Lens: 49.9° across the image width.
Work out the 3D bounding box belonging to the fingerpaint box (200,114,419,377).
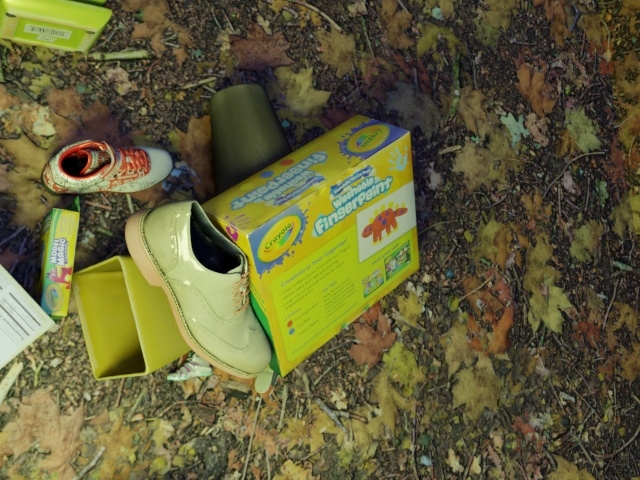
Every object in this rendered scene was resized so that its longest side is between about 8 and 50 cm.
[{"bbox_3d":[0.000,0.000,1.450,0.445,0.163,0.371,-35,133,-30],"label":"fingerpaint box"}]

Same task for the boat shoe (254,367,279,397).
[{"bbox_3d":[-0.103,0.275,1.503,0.043,0.049,0.137,63,43,-57],"label":"boat shoe"}]

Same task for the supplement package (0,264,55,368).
[{"bbox_3d":[-0.606,0.096,1.150,0.145,0.204,0.262,-45,104,-29],"label":"supplement package"}]

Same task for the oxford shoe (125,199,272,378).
[{"bbox_3d":[-0.182,0.099,1.234,0.397,0.147,0.140,56,32,-29],"label":"oxford shoe"}]

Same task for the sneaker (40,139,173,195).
[{"bbox_3d":[-0.398,-0.146,1.349,0.270,0.145,0.090,-12,87,-31],"label":"sneaker"}]

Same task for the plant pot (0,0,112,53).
[{"bbox_3d":[-0.511,-0.489,1.307,0.228,0.227,0.207,4,85,-30],"label":"plant pot"}]

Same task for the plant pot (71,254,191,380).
[{"bbox_3d":[-0.325,0.134,1.316,0.187,0.212,0.212,-11,86,-44],"label":"plant pot"}]

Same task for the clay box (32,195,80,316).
[{"bbox_3d":[-0.491,0.033,1.273,0.053,0.127,0.222,8,76,-29],"label":"clay box"}]

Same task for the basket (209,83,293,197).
[{"bbox_3d":[-0.157,-0.212,1.501,0.204,0.154,0.226,-14,83,-14],"label":"basket"}]

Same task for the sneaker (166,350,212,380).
[{"bbox_3d":[-0.273,0.250,1.414,0.098,0.038,0.069,-3,81,-40],"label":"sneaker"}]
